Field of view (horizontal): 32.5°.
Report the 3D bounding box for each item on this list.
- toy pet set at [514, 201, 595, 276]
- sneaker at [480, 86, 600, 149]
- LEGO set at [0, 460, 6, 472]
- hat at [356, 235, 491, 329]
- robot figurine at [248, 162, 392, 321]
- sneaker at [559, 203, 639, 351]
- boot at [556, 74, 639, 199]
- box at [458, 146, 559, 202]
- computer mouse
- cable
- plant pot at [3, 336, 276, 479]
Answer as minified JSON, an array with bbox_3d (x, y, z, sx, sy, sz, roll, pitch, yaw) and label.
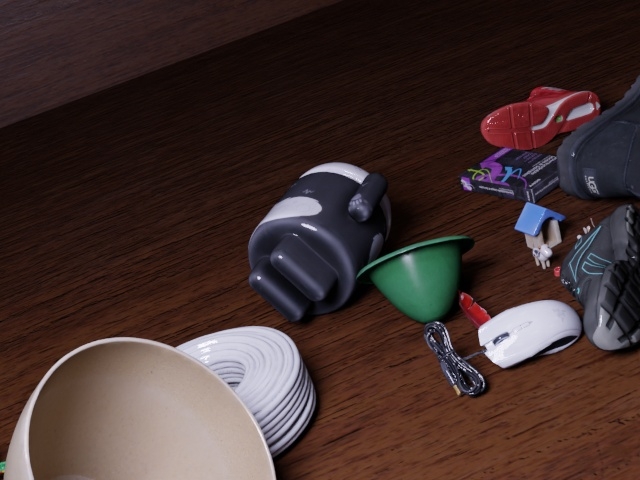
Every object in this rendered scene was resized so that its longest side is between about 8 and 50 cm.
[{"bbox_3d":[0.343,-0.017,1.558,0.122,0.065,0.114,-27,27,-21],"label":"toy pet set"},{"bbox_3d":[0.372,-0.218,1.948,0.221,0.087,0.128,-10,15,-13],"label":"sneaker"},{"bbox_3d":[-0.428,0.339,1.378,0.182,0.060,0.244,17,44,35],"label":"LEGO set"},{"bbox_3d":[0.156,0.105,1.487,0.173,0.183,0.208,-18,-13,0],"label":"hat"},{"bbox_3d":[0.003,0.000,1.619,0.209,0.173,0.278,0,30,25],"label":"robot figurine"},{"bbox_3d":[0.361,0.059,1.393,0.106,0.101,0.267,-28,18,34],"label":"sneaker"},{"bbox_3d":[0.610,-0.139,1.533,0.367,0.146,0.445,-39,28,-20],"label":"boot"},{"bbox_3d":[0.323,-0.110,1.798,0.116,0.029,0.162,-33,31,-30],"label":"box"},{"bbox_3d":[0.232,0.116,1.348,0.193,0.042,0.106,-21,59,-11],"label":"computer mouse"},{"bbox_3d":[-0.136,0.203,1.388,0.257,0.089,0.257,-12,26,12],"label":"cable"},{"bbox_3d":[-0.214,0.270,1.153,0.191,0.284,0.284,-44,7,38],"label":"plant pot"}]
